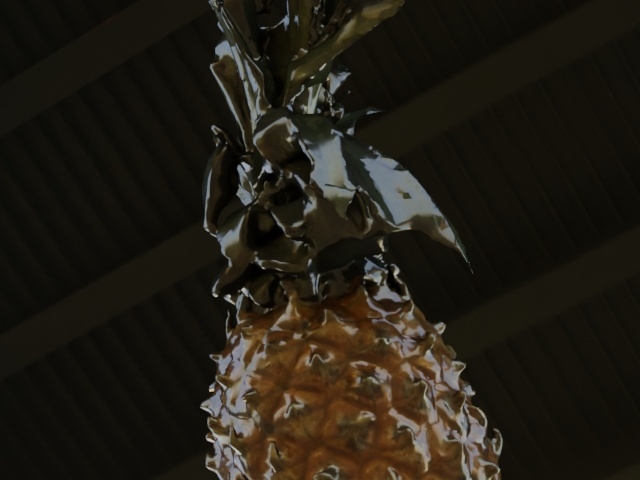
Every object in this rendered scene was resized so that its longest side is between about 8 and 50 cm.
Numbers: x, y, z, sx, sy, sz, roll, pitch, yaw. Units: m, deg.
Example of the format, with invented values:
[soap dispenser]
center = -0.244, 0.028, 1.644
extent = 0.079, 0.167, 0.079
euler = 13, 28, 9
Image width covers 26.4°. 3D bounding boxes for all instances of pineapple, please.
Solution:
[pineapple]
center = -0.001, 0.000, 0.712
extent = 0.165, 0.165, 0.365
euler = -10, -95, 8
